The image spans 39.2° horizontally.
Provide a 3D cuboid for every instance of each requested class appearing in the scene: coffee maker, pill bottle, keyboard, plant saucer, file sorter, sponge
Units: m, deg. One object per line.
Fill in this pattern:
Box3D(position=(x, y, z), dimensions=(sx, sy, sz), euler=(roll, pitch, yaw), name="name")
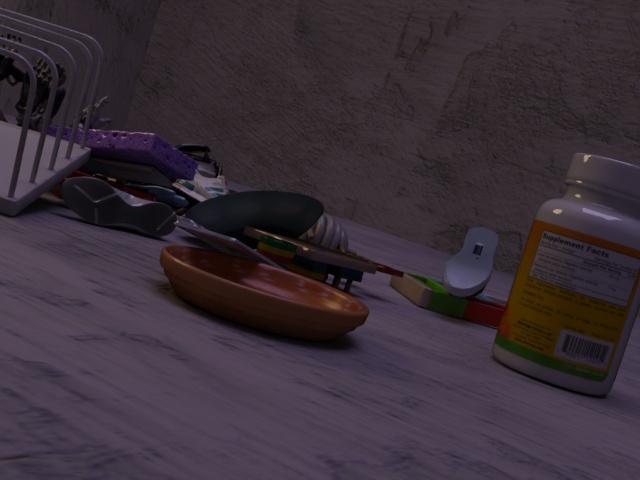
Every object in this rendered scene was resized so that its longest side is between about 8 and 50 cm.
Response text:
Box3D(position=(-0.310, -0.130, 1.785), dimensions=(0.178, 0.120, 0.171), euler=(16, -19, -28), name="coffee maker")
Box3D(position=(0.291, 0.034, 0.995), dimensions=(0.136, 0.245, 0.136), euler=(17, 4, -1), name="pill bottle")
Box3D(position=(-0.076, 0.020, 0.988), dimensions=(0.072, 0.014, 0.256), euler=(23, -5, 21), name="keyboard")
Box3D(position=(-0.054, 0.051, 0.832), dimensions=(0.200, 0.037, 0.200), euler=(17, 5, -2), name="plant saucer")
Box3D(position=(-0.388, -0.170, 1.062), dimensions=(0.193, 0.173, 0.277), euler=(17, 17, -3), name="file sorter")
Box3D(position=(-0.090, -0.020, 1.252), dimensions=(0.195, 0.037, 0.195), euler=(-5, -18, -2), name="plant saucer")
Box3D(position=(-0.291, -0.126, 1.284), dimensions=(0.210, 0.031, 0.117), euler=(8, -12, 26), name="sponge")

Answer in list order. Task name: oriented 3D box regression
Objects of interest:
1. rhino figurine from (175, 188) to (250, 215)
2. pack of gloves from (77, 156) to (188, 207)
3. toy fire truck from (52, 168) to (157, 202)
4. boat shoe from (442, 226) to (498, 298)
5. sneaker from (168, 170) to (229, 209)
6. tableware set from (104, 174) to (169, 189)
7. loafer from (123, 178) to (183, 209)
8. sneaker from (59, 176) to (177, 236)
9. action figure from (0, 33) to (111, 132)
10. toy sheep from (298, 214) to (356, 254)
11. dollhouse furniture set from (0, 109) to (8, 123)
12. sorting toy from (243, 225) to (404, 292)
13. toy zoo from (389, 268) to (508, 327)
Box3D(position=(-0.150, -0.050, 1.509), dimensions=(0.243, 0.073, 0.106), euler=(15, 11, 18), name="rhino figurine")
Box3D(position=(-0.325, -0.080, 1.356), dimensions=(0.232, 0.046, 0.195), euler=(10, -10, 14), name="pack of gloves")
Box3D(position=(-0.329, -0.070, 1.220), dimensions=(0.192, 0.047, 0.135), euler=(17, 4, 5), name="toy fire truck")
Box3D(position=(0.217, 0.055, 1.305), dimensions=(0.065, 0.083, 0.183), euler=(18, 31, 17), name="boat shoe")
Box3D(position=(-0.157, -0.066, 1.429), dimensions=(0.161, 0.075, 0.057), euler=(30, -28, 9), name="sneaker")
Box3D(position=(-0.300, -0.092, 1.443), dimensions=(0.104, 0.024, 0.154), euler=(6, -10, 9), name="tableware set")
Box3D(position=(-0.280, -0.083, 1.602), dimensions=(0.170, 0.062, 0.061), euler=(18, -19, -38), name="loafer")
Box3D(position=(-0.260, -0.039, 1.134), dimensions=(0.152, 0.053, 0.061), euler=(21, -8, -33), name="sneaker")
Box3D(position=(-0.408, -0.199, 1.391), dimensions=(0.164, 0.141, 0.275), euler=(32, -18, 14), name="action figure")
Box3D(position=(0.000, 0.000, 1.412), dimensions=(0.132, 0.091, 0.091), euler=(30, -1, -23), name="toy sheep")
Box3D(position=(-0.650, -0.177, 1.312), dimensions=(0.303, 0.173, 0.355), euler=(18, -19, 3), name="dollhouse furniture set")
Box3D(position=(-0.012, 0.029, 1.192), dimensions=(0.132, 0.046, 0.274), euler=(20, 4, 42), name="sorting toy")
Box3D(position=(0.267, 0.108, 1.396), dimensions=(0.293, 0.030, 0.192), euler=(16, 4, -9), name="toy zoo")
